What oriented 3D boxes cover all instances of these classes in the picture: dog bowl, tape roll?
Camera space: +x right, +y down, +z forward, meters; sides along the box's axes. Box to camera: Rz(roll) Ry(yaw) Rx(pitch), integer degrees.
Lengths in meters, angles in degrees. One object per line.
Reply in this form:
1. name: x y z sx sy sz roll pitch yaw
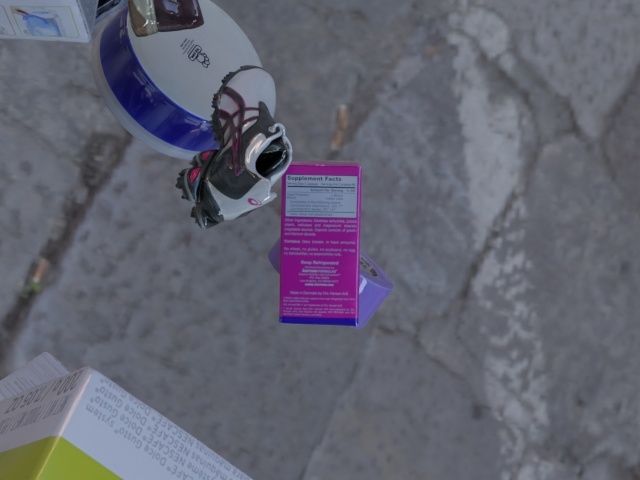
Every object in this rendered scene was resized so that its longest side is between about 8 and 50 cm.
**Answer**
1. dog bowl: -0.219 -0.264 2.072 0.265 0.104 0.265 25 47 -30
2. tape roll: 0.016 0.046 2.035 0.189 0.189 0.080 28 103 -43

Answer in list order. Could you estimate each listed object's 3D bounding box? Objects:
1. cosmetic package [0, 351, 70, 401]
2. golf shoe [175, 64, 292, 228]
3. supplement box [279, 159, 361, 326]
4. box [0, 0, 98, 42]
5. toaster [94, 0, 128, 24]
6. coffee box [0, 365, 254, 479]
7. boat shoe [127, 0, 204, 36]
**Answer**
1. cosmetic package: -0.455 0.277 1.920 0.231 0.085 0.117 -36 131 -22
2. golf shoe: -0.082 -0.122 1.666 0.273 0.120 0.105 -74 147 -42
3. supplement box: 0.000 0.000 1.830 0.114 0.111 0.220 2 96 0
4. box: -0.236 -0.196 0.793 0.103 0.203 0.114 85 9 -63
5. toaster: -0.310 -0.359 1.647 0.186 0.110 0.168 -51 157 -55
6. coffee box: -0.146 0.324 0.714 0.338 0.337 0.334 40 52 -21
7. boat shoe: -0.214 -0.452 1.825 0.123 0.123 0.342 -5 82 -2
